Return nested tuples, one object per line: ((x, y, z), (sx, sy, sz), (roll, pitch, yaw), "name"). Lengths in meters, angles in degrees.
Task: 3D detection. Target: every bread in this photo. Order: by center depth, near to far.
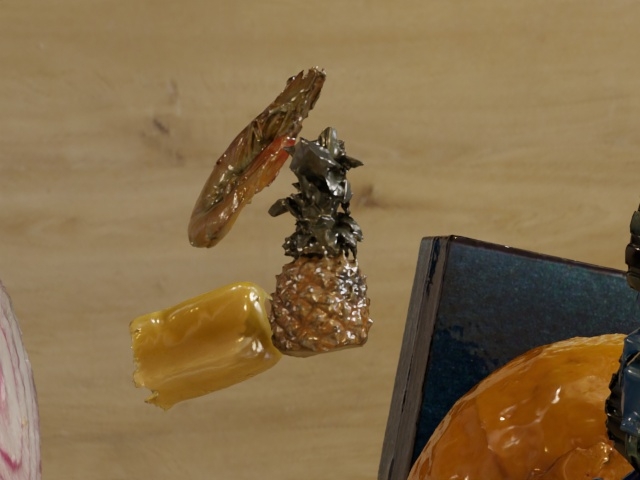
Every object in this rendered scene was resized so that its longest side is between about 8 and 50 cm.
((-0.123, 0.120, 1.420), (0.173, 0.134, 0.085), (-22, 56, 4), "bread")

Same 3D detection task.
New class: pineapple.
((0.000, 0.000, 1.312), (0.119, 0.111, 0.237), (-8, 79, 34), "pineapple")

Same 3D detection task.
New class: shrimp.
((-0.085, -0.098, 1.594), (0.063, 0.152, 0.287), (33, 118, -14), "shrimp")

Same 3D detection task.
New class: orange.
((0.237, 0.238, 1.053), (0.341, 0.293, 0.340), (3, 114, 6), "orange")

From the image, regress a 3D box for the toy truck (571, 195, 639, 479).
((0.163, 0.075, 0.498), (0.126, 0.113, 0.208), (-20, 121, -41), "toy truck")

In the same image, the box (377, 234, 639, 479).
((0.220, 0.153, 1.389), (0.261, 0.116, 0.278), (12, 87, -13), "box")

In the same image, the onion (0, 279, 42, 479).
((-0.195, 0.114, 0.579), (0.140, 0.195, 0.218), (-13, 91, -12), "onion")
